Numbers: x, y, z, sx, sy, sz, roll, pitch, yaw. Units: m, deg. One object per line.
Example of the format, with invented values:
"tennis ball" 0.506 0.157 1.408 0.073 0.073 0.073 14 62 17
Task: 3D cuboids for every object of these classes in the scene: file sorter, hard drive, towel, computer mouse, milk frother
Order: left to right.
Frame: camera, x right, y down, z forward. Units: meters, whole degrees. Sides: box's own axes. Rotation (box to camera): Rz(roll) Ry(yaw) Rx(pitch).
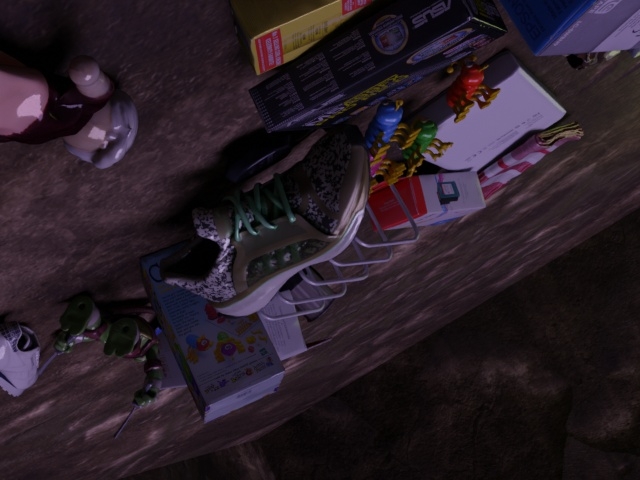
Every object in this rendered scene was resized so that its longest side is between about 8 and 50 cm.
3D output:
"computer mouse" -0.036 -0.157 1.239 0.242 0.041 0.071 -31 172 -12
"milk frother" -0.015 0.063 1.717 0.143 0.135 0.129 -35 -165 39
"file sorter" 0.000 0.000 1.500 0.193 0.173 0.278 -5 153 -49
"hard drive" 0.292 -0.211 1.532 0.233 0.047 0.353 -34 162 21
"towel" 0.375 -0.136 1.799 0.329 0.037 0.237 -37 169 39

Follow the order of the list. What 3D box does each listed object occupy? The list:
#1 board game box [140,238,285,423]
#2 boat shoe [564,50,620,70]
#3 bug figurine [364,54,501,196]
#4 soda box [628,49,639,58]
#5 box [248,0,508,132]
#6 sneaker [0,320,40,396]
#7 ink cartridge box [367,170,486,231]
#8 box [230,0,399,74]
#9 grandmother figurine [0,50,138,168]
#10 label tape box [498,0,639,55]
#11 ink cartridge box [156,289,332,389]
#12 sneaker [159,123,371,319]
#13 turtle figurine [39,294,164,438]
"board game box" -0.188 0.148 1.470 0.144 0.275 0.142 -22 162 -18
"boat shoe" 0.405 -0.316 1.323 0.095 0.095 0.257 -26 164 17
"bug figurine" 0.137 -0.169 1.286 0.279 0.072 0.216 -29 161 -37
"soda box" 0.605 -0.405 1.358 0.286 0.091 0.098 -27 163 -1
"box" 0.076 -0.218 1.039 0.270 0.060 0.216 -26 179 23
"sneaker" -0.518 0.199 1.470 0.095 0.090 0.235 -34 165 -10
"ink cartridge box" 0.184 -0.074 1.642 0.231 0.078 0.134 -7 170 -36
"box" 0.019 -0.268 0.947 0.232 0.058 0.087 -24 164 -8
"grandmother figurine" -0.290 -0.137 0.825 0.208 0.104 0.342 -4 175 23
"label tape box" 0.298 -0.321 0.896 0.334 0.240 0.106 -13 158 -37
"ink cartridge box" -0.172 0.197 1.746 0.272 0.130 0.309 -15 177 -34
"sneaker" -0.090 -0.021 1.248 0.182 0.158 0.410 11 136 -43
"turtle figurine" -0.384 0.221 1.534 0.275 0.197 0.266 -28 159 -10
